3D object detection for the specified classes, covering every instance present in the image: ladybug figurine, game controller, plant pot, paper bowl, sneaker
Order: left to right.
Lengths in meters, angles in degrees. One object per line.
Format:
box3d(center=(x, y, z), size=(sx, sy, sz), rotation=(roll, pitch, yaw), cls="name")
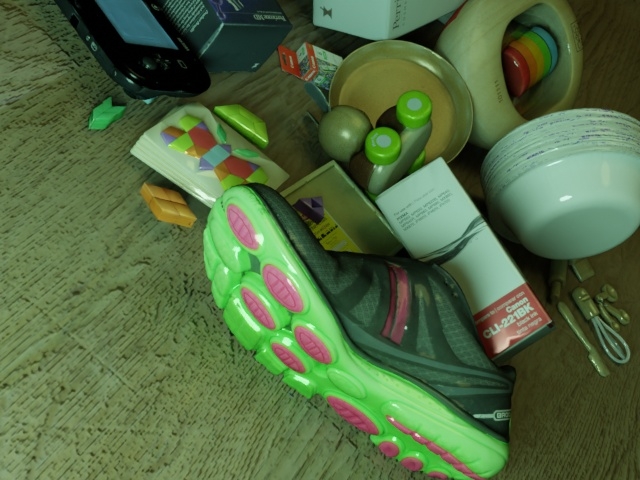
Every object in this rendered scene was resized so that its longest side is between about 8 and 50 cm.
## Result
box3d(center=(-0.273, -0.308, 1.371), size=(0.166, 0.067, 0.319), rotation=(-14, 61, -48), cls="game controller")
box3d(center=(0.054, 0.094, 1.236), size=(0.483, 0.185, 0.202), rotation=(44, 54, -21), cls="sneaker")
box3d(center=(0.126, -0.209, 1.646), size=(0.236, 0.032, 0.237), rotation=(4, 70, -10), cls="plant pot")
box3d(center=(0.332, -0.316, 1.869), size=(0.449, 0.161, 0.305), rotation=(-32, 110, -45), cls="ladybug figurine")
box3d(center=(0.410, -0.074, 1.670), size=(0.284, 0.284, 0.148), rotation=(18, 51, -33), cls="paper bowl")

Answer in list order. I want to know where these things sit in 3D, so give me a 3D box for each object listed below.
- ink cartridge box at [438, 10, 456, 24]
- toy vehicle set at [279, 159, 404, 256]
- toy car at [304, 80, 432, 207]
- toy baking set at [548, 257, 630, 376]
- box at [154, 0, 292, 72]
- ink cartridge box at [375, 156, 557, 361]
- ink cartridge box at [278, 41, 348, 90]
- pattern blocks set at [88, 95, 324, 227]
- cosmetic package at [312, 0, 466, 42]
box3d(center=(0.278, -0.479, 2.094), size=(0.181, 0.061, 0.104), rotation=(31, 41, -20), cls="ink cartridge box")
box3d(center=(0.000, 0.000, 1.407), size=(0.166, 0.035, 0.267), rotation=(49, 37, 3), cls="toy vehicle set")
box3d(center=(0.056, -0.166, 1.528), size=(0.188, 0.155, 0.149), rotation=(33, 68, 16), cls="toy car")
box3d(center=(0.464, 0.108, 1.767), size=(0.196, 0.030, 0.256), rotation=(41, 37, -9), cls="toy baking set")
box3d(center=(-0.165, -0.356, 1.510), size=(0.153, 0.108, 0.207), rotation=(-14, 67, -50), cls="box")
box3d(center=(0.208, 0.034, 1.455), size=(0.273, 0.114, 0.197), rotation=(57, 9, 14), cls="ink cartridge box")
box3d(center=(-0.012, -0.283, 1.658), size=(0.115, 0.029, 0.063), rotation=(17, 46, -34), cls="ink cartridge box")
box3d(center=(-0.138, -0.102, 1.332), size=(0.324, 0.026, 0.285), rotation=(29, 36, -9), cls="pattern blocks set")
box3d(center=(0.182, -0.528, 1.817), size=(0.161, 0.230, 0.453), rotation=(22, 37, 31), cls="cosmetic package")
